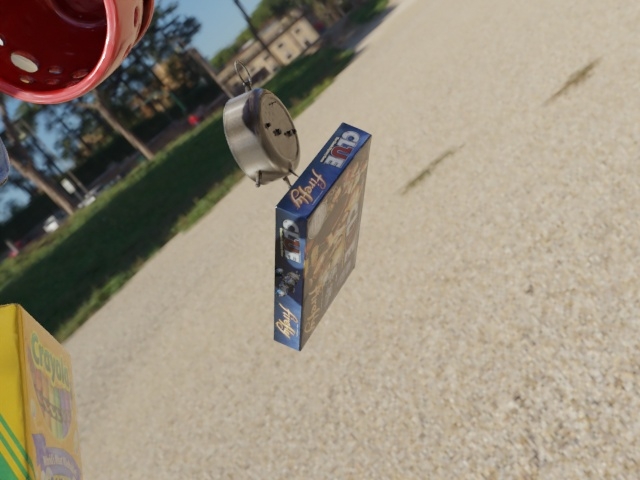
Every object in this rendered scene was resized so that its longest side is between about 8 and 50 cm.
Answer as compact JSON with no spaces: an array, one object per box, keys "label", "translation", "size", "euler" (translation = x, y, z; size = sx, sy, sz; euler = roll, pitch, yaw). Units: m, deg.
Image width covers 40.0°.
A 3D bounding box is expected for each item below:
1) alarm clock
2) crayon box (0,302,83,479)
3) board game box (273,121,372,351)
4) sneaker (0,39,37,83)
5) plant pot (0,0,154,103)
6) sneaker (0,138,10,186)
[{"label":"alarm clock","translation":[-0.083,-0.165,1.226],"size":[0.064,0.192,0.129],"euler":[-23,-7,23]},{"label":"crayon box","translation":[-0.274,0.192,0.789],"size":[0.083,0.323,0.203],"euler":[-10,-19,-6]},{"label":"board game box","translation":[0.000,0.000,1.071],"size":[0.165,0.042,0.243],"euler":[-55,-20,-38]},{"label":"sneaker","translation":[-0.479,-0.331,1.160],"size":[0.131,0.296,0.112],"euler":[-52,5,-5]},{"label":"plant pot","translation":[-0.279,-0.264,0.948],"size":[0.191,0.191,0.174],"euler":[-36,17,25]},{"label":"sneaker","translation":[-0.447,-0.185,0.938],"size":[0.147,0.330,0.130],"euler":[-3,38,46]}]
